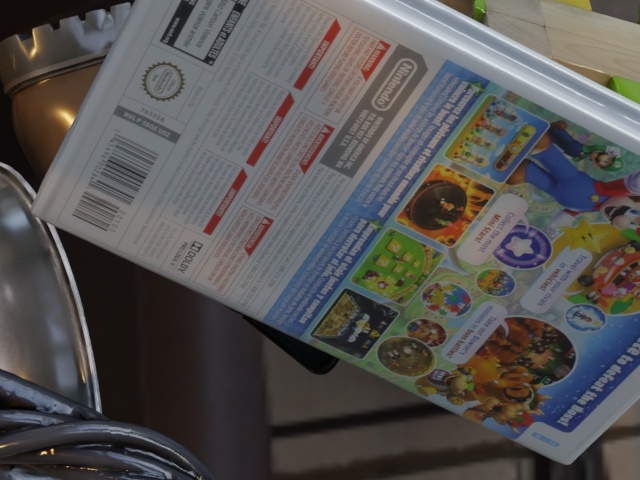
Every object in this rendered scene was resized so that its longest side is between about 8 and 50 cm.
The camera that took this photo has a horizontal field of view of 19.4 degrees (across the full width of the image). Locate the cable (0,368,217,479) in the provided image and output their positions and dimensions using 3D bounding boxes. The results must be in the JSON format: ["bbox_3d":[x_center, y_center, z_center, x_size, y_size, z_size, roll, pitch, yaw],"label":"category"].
[{"bbox_3d":[-0.099,0.121,0.581,0.047,0.184,0.150,108,-174,-81],"label":"cable"}]

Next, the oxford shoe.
[{"bbox_3d":[-0.030,-0.073,0.872,0.227,0.083,0.096,-16,85,5],"label":"oxford shoe"}]

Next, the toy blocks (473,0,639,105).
[{"bbox_3d":[0.219,-0.038,1.496,0.191,0.381,0.261,-92,20,-54],"label":"toy blocks"}]

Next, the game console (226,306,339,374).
[{"bbox_3d":[0.000,0.000,1.112,0.122,0.071,0.107,-55,17,9],"label":"game console"}]

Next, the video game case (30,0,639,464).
[{"bbox_3d":[0.015,-0.007,0.347,0.087,0.122,0.011,-54,14,45],"label":"video game case"}]

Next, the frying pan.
[{"bbox_3d":[-0.112,0.111,0.741,0.326,0.053,0.197,61,145,37],"label":"frying pan"}]
